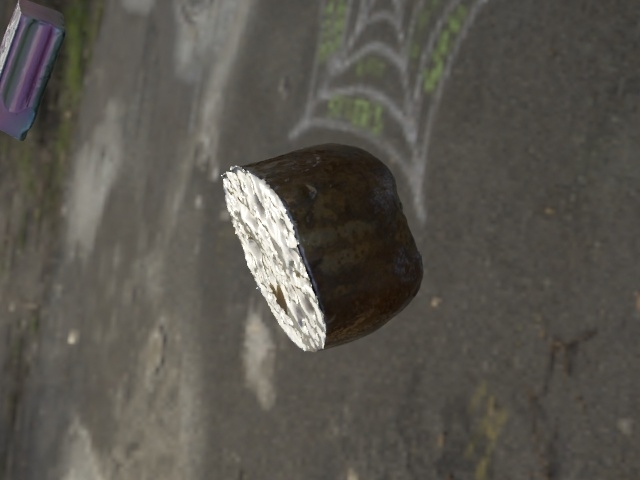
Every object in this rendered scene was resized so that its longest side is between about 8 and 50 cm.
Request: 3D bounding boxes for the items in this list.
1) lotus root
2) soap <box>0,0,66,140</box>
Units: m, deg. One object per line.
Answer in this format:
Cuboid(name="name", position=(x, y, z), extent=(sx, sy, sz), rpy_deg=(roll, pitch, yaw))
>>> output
Cuboid(name="lotus root", position=(-0.002, 0.000, 0.836), extent=(0.112, 0.081, 0.122), rpy_deg=(4, 118, 61))
Cuboid(name="soap", position=(-0.329, -0.185, 1.545), extent=(0.100, 0.056, 0.149), rpy_deg=(-114, 45, -63))
